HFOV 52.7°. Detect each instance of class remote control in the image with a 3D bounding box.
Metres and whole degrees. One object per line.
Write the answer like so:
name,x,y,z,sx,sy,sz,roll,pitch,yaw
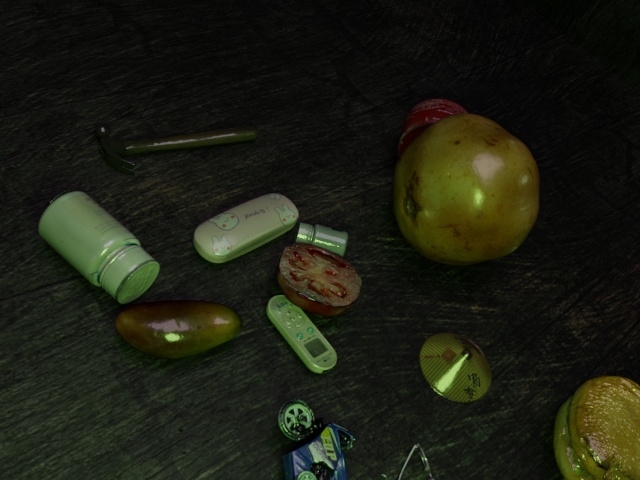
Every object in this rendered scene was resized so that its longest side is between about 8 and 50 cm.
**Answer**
remote control,-0.047,0.218,1.505,0.078,0.042,0.221,-22,63,-40

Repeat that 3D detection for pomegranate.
pomegranate,0.387,-0.136,1.721,0.417,0.416,0.416,10,50,-12

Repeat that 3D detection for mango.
mango,-0.303,0.191,1.390,0.268,0.111,0.133,1,37,-17

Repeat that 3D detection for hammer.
hammer,-0.383,-0.278,1.788,0.440,0.044,0.168,-13,57,-28

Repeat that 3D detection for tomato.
tomato,-0.013,0.106,1.559,0.225,0.085,0.225,21,33,-14

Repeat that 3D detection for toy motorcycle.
toy motorcycle,0.006,0.469,1.279,0.169,0.113,0.315,6,59,-27

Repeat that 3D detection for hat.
hat,0.342,0.289,1.560,0.193,0.082,0.193,10,51,-13

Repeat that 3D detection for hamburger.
hamburger,0.680,0.473,1.470,0.290,0.170,0.314,29,50,9

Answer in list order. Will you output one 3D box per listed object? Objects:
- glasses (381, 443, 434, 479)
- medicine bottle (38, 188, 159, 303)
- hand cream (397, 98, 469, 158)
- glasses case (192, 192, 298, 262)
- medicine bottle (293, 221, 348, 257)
glasses,0.187,0.510,1.362,0.104,0.062,0.140,-18,57,-5
medicine bottle,-0.493,0.016,1.445,0.258,0.143,0.143,38,50,14
hand cream,0.349,-0.303,1.949,0.230,0.230,0.149,20,48,-3
glasses case,-0.185,-0.035,1.640,0.297,0.075,0.113,-28,64,-36
medicine bottle,0.000,0.000,1.673,0.130,0.080,0.080,16,49,-7
